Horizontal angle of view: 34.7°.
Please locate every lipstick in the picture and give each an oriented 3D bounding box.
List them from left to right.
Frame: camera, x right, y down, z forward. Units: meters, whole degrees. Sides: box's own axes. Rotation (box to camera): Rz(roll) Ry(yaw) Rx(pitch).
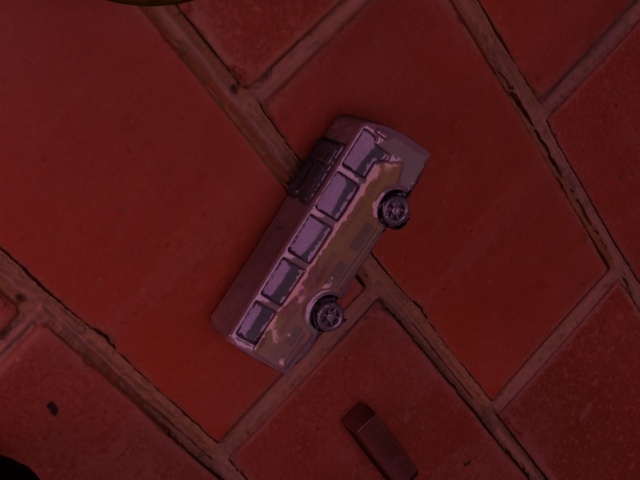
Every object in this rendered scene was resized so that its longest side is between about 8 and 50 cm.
[{"bbox_3d":[0.088,0.300,1.486,0.045,0.045,0.145,-41,123,-11],"label":"lipstick"}]

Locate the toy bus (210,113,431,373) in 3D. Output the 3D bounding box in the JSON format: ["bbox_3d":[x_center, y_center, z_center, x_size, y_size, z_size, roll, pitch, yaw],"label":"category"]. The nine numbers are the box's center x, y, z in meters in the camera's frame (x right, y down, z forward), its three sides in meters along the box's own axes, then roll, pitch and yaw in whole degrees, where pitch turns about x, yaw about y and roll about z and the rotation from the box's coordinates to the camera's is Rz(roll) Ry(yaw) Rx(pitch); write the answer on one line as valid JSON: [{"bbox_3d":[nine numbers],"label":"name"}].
[{"bbox_3d":[0.000,0.000,1.307,0.138,0.097,0.343,32,90,-28],"label":"toy bus"}]

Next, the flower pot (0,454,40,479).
[{"bbox_3d":[-0.393,0.380,1.057,0.379,0.251,0.379,-11,131,-13],"label":"flower pot"}]

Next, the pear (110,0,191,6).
[{"bbox_3d":[-0.183,-0.364,0.978,0.375,0.287,0.287,-17,115,-10],"label":"pear"}]
